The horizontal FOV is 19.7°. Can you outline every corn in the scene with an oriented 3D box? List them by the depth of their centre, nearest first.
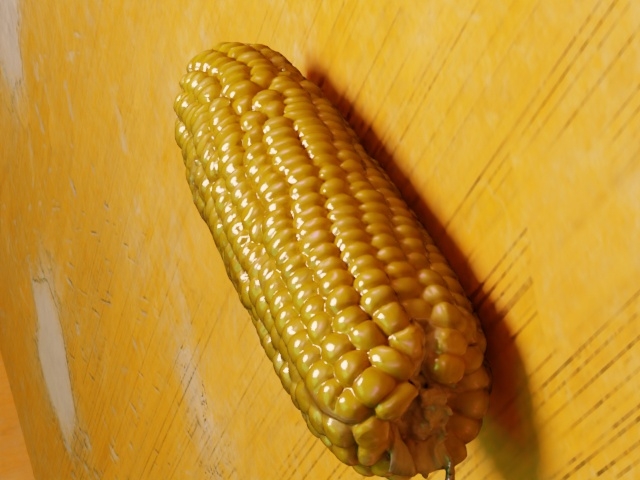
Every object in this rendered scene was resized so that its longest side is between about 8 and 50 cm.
[{"bbox_3d":[0.000,0.000,0.903,0.310,0.101,0.101,-118,22,-44],"label":"corn"}]
